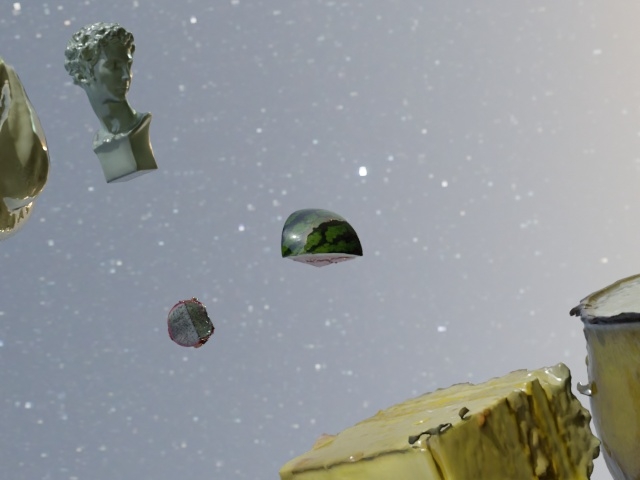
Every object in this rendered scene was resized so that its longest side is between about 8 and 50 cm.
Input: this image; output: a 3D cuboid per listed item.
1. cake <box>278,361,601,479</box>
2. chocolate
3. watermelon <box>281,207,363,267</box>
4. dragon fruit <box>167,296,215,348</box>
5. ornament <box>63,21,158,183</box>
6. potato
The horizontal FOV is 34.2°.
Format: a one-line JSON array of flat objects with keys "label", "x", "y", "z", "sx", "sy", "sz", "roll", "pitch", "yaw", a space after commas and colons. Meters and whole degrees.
[{"label": "cake", "x": 0.104, "y": 0.263, "z": 0.945, "sx": 0.286, "sy": 0.227, "sz": 0.222, "roll": -15, "pitch": -97, "yaw": -44}, {"label": "chocolate", "x": -0.518, "y": -0.139, "z": 1.390, "sx": 0.314, "sy": 0.297, "sz": 0.326, "roll": -82, "pitch": -28, "yaw": -70}, {"label": "watermelon", "x": 0.000, "y": 0.000, "z": 1.651, "sx": 0.135, "sy": 0.125, "sz": 0.094, "roll": -97, "pitch": 2, "yaw": -52}, {"label": "dragon fruit", "x": -0.217, "y": 0.141, "z": 1.723, "sx": 0.083, "sy": 0.060, "sz": 0.056, "roll": 61, "pitch": -156, "yaw": 7}, {"label": "ornament", "x": -0.365, "y": -0.239, "z": 1.821, "sx": 0.120, "sy": 0.130, "sz": 0.285, "roll": -49, "pitch": -47, "yaw": -65}, {"label": "potato", "x": 0.479, "y": 0.155, "z": 1.095, "sx": 0.290, "sy": 0.397, "sz": 0.296, "roll": -32, "pitch": -74, "yaw": -69}]
